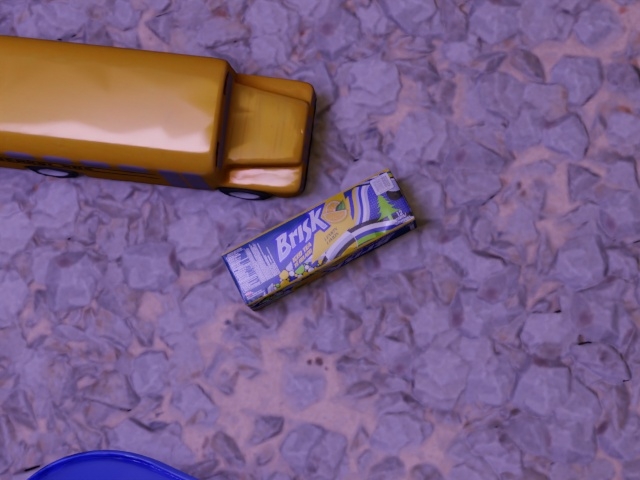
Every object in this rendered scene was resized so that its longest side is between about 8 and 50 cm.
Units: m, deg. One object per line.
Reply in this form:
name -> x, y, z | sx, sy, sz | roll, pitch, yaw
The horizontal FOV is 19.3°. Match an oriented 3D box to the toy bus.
toy bus -> -0.176, -0.111, 1.662 | 0.332, 0.130, 0.108 | 7, 83, 6

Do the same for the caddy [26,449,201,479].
caddy -> -0.135, 0.323, 1.578 | 0.341, 0.179, 0.241 | 23, 108, 8

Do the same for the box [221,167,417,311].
box -> 0.000, 0.000, 1.667 | 0.169, 0.059, 0.054 | -27, 81, 1
